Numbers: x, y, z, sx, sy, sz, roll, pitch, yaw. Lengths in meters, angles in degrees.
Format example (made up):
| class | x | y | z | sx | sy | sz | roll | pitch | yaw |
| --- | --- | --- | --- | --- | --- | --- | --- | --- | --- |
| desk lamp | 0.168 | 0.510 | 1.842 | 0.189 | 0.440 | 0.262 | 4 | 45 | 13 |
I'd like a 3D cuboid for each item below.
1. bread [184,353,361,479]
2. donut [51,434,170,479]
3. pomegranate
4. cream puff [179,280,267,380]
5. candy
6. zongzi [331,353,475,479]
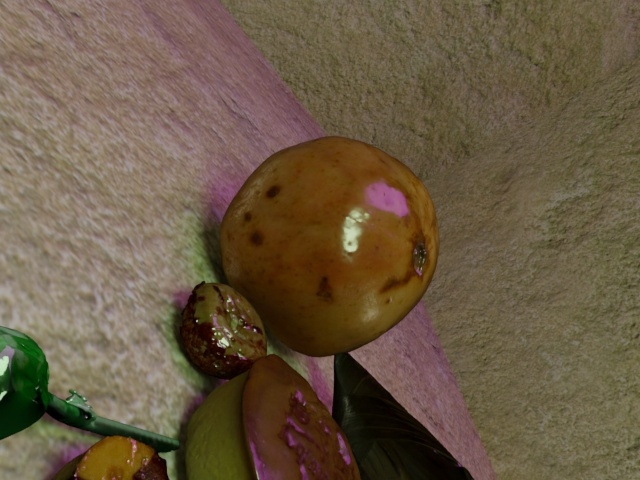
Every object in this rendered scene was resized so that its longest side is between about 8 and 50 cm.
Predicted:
| class | x | y | z | sx | sy | sz | roll | pitch | yaw |
| --- | --- | --- | --- | --- | --- | --- | --- | --- | --- |
| bread | -0.044 | 0.279 | 0.726 | 0.270 | 0.148 | 0.270 | 54 | 16 | -23 |
| donut | -0.178 | 0.243 | 0.514 | 0.140 | 0.059 | 0.140 | 54 | 22 | -32 |
| pomegranate | 0.000 | 0.000 | 1.057 | 0.410 | 0.410 | 0.410 | 54 | 16 | -23 |
| cream puff | -0.139 | 0.128 | 0.831 | 0.149 | 0.084 | 0.149 | 51 | 14 | -19 |
| candy | -0.221 | 0.160 | 0.552 | 0.323 | 0.097 | 0.097 | 54 | 13 | -55 |
| zongzi | 0.102 | 0.312 | 0.856 | 0.403 | 0.207 | 0.433 | 89 | -19 | -68 |
